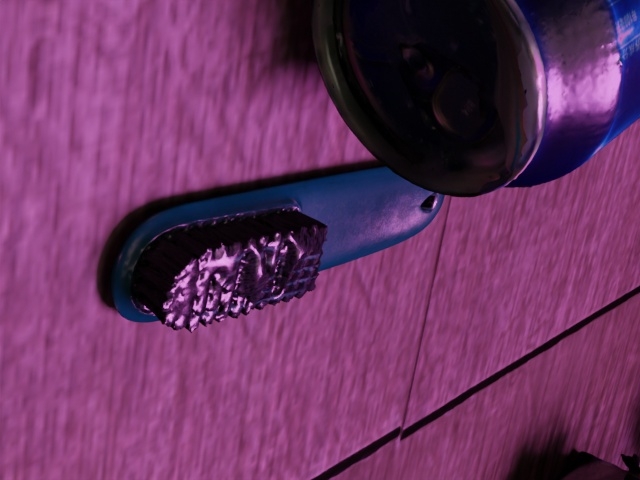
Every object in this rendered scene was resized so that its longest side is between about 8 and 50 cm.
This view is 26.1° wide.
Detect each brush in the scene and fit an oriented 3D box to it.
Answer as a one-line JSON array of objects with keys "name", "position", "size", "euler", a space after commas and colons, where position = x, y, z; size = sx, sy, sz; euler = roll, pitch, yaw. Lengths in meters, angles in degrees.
[{"name": "brush", "position": [0.000, 0.000, 0.517], "size": [0.193, 0.032, 0.043], "euler": [-14, 123, -49]}]

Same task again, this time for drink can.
[{"name": "drink can", "position": [0.096, -0.102, 0.501], "size": [0.205, 0.118, 0.118], "euler": [-34, 138, -36]}]

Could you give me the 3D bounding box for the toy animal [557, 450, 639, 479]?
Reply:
[{"name": "toy animal", "position": [0.176, 0.268, 0.817], "size": [0.267, 0.212, 0.212], "euler": [-57, 148, -3]}]
